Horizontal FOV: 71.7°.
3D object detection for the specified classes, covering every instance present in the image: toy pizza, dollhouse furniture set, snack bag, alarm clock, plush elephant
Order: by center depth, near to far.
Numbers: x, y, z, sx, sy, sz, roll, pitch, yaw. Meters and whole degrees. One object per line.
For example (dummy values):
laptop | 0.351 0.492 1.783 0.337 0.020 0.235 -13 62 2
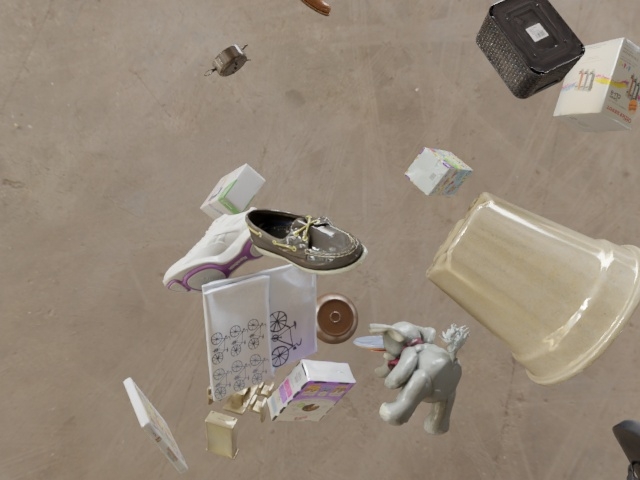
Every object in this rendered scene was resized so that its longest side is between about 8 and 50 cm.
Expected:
snack bag | -0.138 0.227 1.167 0.343 0.037 0.322 -13 113 -34
plush elephant | 0.255 0.348 1.277 0.272 0.255 0.329 21 93 -36
toy pizza | 0.213 0.358 1.522 0.202 0.201 0.032 0 87 -13
dollhouse furniture set | -0.301 0.605 1.561 0.212 0.242 0.160 12 120 12
alarm clock | -0.353 -0.661 1.661 0.192 0.129 0.064 -34 95 -17

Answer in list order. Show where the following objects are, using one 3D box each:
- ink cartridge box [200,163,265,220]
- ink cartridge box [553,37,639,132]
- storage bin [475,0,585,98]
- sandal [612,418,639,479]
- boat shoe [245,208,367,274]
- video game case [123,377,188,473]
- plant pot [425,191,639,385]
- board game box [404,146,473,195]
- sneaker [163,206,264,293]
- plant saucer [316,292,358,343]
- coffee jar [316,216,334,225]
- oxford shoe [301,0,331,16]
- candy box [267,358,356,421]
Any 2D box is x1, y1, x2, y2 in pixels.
ink cartridge box | -0.308 -0.159 1.539 0.093 0.212 0.154 41 63 -22
ink cartridge box | 0.674 -0.362 1.061 0.128 0.127 0.176 13 95 -26
storage bin | 0.416 -0.395 0.891 0.122 0.084 0.180 -27 76 -6
sandal | 0.382 0.320 0.460 0.055 0.097 0.254 -15 61 1
boat shoe | -0.033 -0.005 0.703 0.081 0.228 0.068 -52 135 -31
video game case | -0.452 0.501 1.209 0.026 0.227 0.206 -34 121 -22
plant pot | 0.406 0.068 0.920 0.306 0.334 0.333 34 76 9
board game box | 0.503 -0.288 1.873 0.142 0.144 0.275 48 30 24
sneaker | -0.255 0.024 1.116 0.305 0.114 0.152 -30 50 -11
plant saucer | 0.054 0.296 1.696 0.199 0.036 0.198 3 75 -10
coffee jar | 0.000 0.000 1.326 0.079 0.184 0.096 -28 80 -12
oxford shoe | -0.041 -0.746 1.295 0.212 0.076 0.076 32 36 -29
candy box | -0.028 0.419 1.226 0.165 0.070 0.196 16 123 -35
